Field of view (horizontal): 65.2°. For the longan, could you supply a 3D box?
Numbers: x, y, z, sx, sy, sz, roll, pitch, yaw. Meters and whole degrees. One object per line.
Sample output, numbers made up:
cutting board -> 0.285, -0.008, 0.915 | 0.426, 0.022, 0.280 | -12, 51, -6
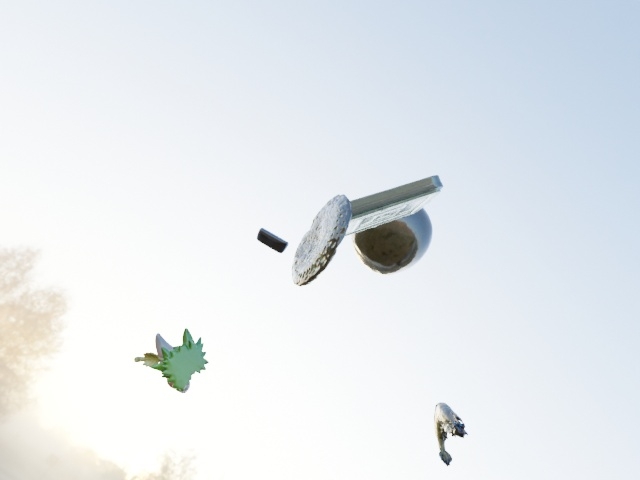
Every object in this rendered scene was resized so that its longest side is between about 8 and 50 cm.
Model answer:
longan -> 0.255, -0.024, 1.788 | 0.297, 0.297, 0.297 | 24, -39, 20

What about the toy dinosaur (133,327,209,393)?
toy dinosaur -> -0.385, 0.328, 1.358 | 0.194, 0.152, 0.177 | 50, -35, -18

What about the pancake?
pancake -> -0.001, -0.001, 0.945 | 0.021, 0.199, 0.199 | 30, -33, -18

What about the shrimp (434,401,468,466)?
shrimp -> 0.469, 0.718, 1.832 | 0.054, 0.222, 0.290 | 2, -8, -6

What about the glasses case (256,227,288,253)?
glasses case -> -0.115, 0.000, 1.171 | 0.083, 0.033, 0.023 | 29, 3, 22

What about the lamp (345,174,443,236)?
lamp -> 0.131, -0.070, 1.175 | 0.269, 0.266, 0.047 | 103, -32, -82
